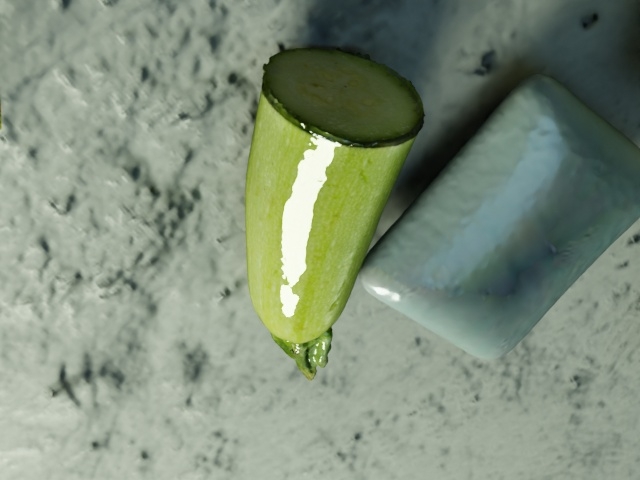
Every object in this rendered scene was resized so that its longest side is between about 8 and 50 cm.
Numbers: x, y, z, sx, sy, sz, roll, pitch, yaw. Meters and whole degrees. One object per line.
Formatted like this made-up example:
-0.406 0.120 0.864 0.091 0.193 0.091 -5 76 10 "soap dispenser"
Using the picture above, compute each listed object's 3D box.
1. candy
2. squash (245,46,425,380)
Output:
0.121 -0.011 0.824 0.138 0.071 0.174 31 107 -35 "candy"
0.000 0.000 0.776 0.094 0.094 0.224 -7 131 -19 "squash"
